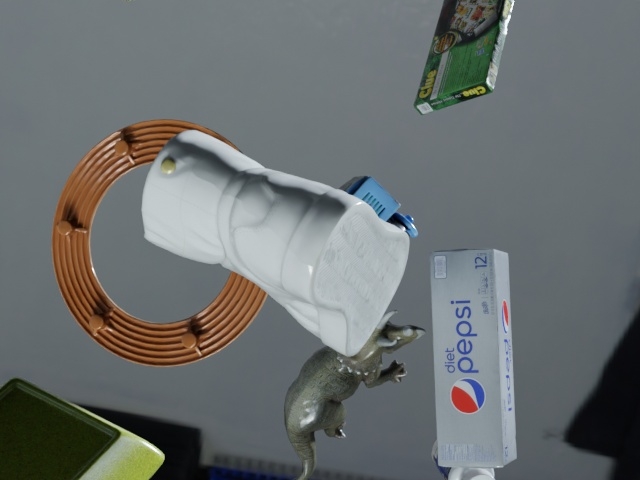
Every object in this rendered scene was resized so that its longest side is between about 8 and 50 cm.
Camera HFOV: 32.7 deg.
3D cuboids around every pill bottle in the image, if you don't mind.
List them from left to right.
[{"bbox_3d":[0.207,0.325,1.552,0.120,0.067,0.067,-126,-135,-69],"label":"pill bottle"}]

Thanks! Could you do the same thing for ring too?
[{"bbox_3d":[-0.219,0.003,1.466,0.032,0.336,0.337,4,97,-74],"label":"ring"}]

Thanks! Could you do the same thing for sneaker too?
[{"bbox_3d":[-0.033,-0.003,0.829,0.108,0.169,0.292,-61,162,-10],"label":"sneaker"}]

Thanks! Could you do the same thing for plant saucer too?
[{"bbox_3d":[-0.269,0.202,0.985,0.188,0.188,0.045,-46,151,-45],"label":"plant saucer"}]

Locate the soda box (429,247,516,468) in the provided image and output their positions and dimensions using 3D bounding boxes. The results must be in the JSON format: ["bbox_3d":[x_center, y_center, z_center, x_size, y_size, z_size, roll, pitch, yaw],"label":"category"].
[{"bbox_3d":[0.206,0.156,1.463,0.098,0.091,0.286,11,76,-69],"label":"soda box"}]

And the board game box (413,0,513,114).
[{"bbox_3d":[0.235,-0.319,1.751,0.030,0.136,0.260,46,48,-35],"label":"board game box"}]

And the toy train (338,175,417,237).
[{"bbox_3d":[0.051,-0.026,1.350,0.080,0.105,0.184,-45,-169,-8],"label":"toy train"}]

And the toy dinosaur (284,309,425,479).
[{"bbox_3d":[0.013,0.192,1.457,0.313,0.121,0.160,-47,149,14],"label":"toy dinosaur"}]
